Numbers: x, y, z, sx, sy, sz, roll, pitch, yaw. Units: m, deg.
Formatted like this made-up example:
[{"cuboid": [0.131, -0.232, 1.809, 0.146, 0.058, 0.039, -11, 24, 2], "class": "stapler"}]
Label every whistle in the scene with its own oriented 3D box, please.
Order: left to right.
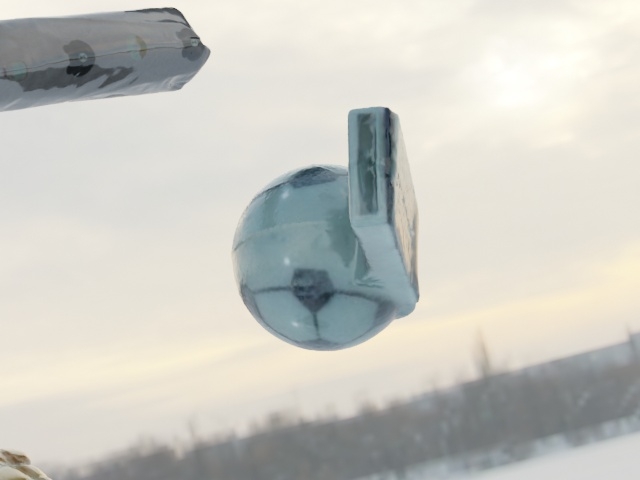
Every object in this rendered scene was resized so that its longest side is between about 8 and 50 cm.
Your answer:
[{"cuboid": [0.000, 0.000, 1.460, 0.163, 0.164, 0.290, -14, -24, 3], "class": "whistle"}]

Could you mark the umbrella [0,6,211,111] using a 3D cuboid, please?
[{"cuboid": [-0.218, -0.138, 1.434, 0.337, 0.073, 0.067, -14, -41, -51], "class": "umbrella"}]

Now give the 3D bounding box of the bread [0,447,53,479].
[{"cuboid": [-0.231, 0.189, 1.114, 0.116, 0.077, 0.200, -56, -13, 9], "class": "bread"}]
